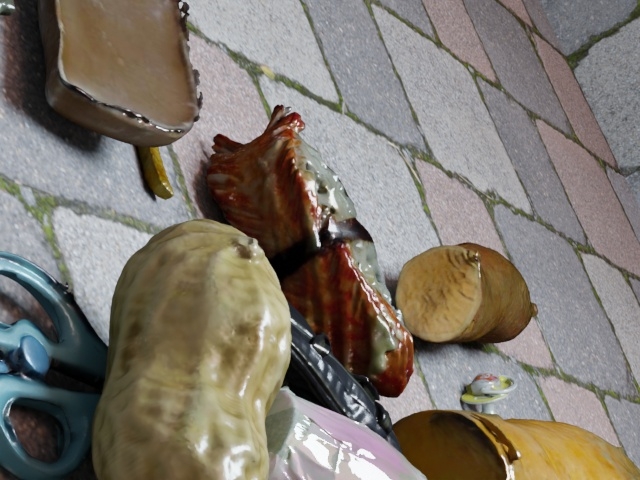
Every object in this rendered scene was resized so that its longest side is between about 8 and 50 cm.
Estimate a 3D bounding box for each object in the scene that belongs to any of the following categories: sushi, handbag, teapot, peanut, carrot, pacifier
[{"bbox_3d":[-0.008,0.016,1.565,0.332,0.124,0.130,62,12,4],"label":"sushi"},{"bbox_3d":[-0.017,0.124,1.399,0.254,0.089,0.211,52,-5,-26],"label":"handbag"},{"bbox_3d":[-0.036,0.231,1.235,0.178,0.221,0.163,44,-12,-22],"label":"teapot"},{"bbox_3d":[-0.092,0.110,1.138,0.140,0.153,0.325,46,25,-30],"label":"peanut"},{"bbox_3d":[0.199,0.287,1.538,0.341,0.224,0.224,18,45,-48],"label":"carrot"},{"bbox_3d":[0.213,0.198,1.900,0.083,0.068,0.064,-49,133,-68],"label":"pacifier"}]

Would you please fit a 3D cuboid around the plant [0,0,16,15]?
[{"bbox_3d":[-0.316,-0.231,1.212,0.129,0.132,0.194,24,36,-50],"label":"plant"}]

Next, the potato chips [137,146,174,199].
[{"bbox_3d":[-0.174,-0.126,1.514,0.026,0.037,0.204,20,48,-43],"label":"potato chips"}]

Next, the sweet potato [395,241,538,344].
[{"bbox_3d":[0.206,0.069,1.963,0.337,0.131,0.131,6,56,-65],"label":"sweet potato"}]

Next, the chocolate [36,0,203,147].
[{"bbox_3d":[-0.204,-0.181,1.452,0.161,0.083,0.261,22,39,-30],"label":"chocolate"}]

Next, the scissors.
[{"bbox_3d":[-0.159,0.119,1.216,0.393,0.032,0.180,24,48,-56],"label":"scissors"}]
